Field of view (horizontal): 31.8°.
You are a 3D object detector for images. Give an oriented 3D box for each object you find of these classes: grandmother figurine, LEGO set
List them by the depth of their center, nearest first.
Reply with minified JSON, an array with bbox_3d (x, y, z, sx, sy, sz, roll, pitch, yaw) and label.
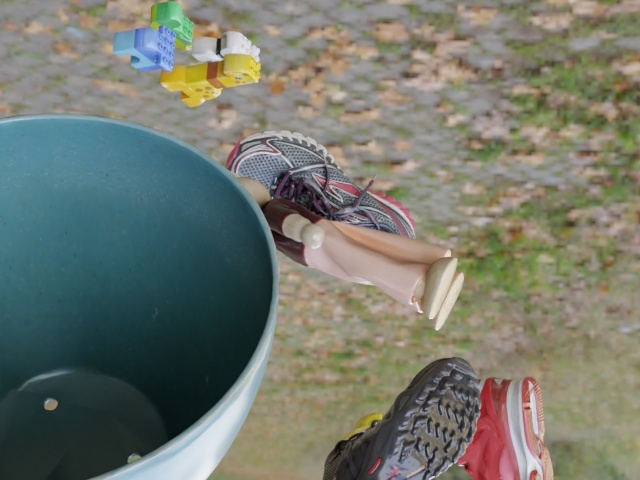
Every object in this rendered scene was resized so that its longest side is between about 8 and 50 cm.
[{"bbox_3d":[-0.111,-0.184,1.044,0.093,0.087,0.227,-5,163,23],"label":"LEGO set"},{"bbox_3d":[0.000,0.000,1.348,0.342,0.104,0.208,24,162,18],"label":"grandmother figurine"}]

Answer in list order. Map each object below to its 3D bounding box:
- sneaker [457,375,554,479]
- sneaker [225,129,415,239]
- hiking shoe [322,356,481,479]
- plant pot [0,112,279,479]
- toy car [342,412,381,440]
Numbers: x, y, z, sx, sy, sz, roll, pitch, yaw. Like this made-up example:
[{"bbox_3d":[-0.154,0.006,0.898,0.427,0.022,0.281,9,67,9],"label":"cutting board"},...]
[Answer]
[{"bbox_3d":[0.188,0.254,1.266,0.128,0.221,0.087,1,-169,29],"label":"sneaker"},{"bbox_3d":[0.008,-0.053,1.555,0.299,0.120,0.112,26,-159,-11],"label":"sneaker"},{"bbox_3d":[0.055,0.192,1.028,0.086,0.227,0.114,52,154,-24],"label":"hiking shoe"},{"bbox_3d":[-0.171,0.086,0.714,0.290,0.290,0.195,4,137,1],"label":"plant pot"},{"bbox_3d":[0.045,0.385,1.620,0.053,0.225,0.239,19,-162,-16],"label":"toy car"}]
